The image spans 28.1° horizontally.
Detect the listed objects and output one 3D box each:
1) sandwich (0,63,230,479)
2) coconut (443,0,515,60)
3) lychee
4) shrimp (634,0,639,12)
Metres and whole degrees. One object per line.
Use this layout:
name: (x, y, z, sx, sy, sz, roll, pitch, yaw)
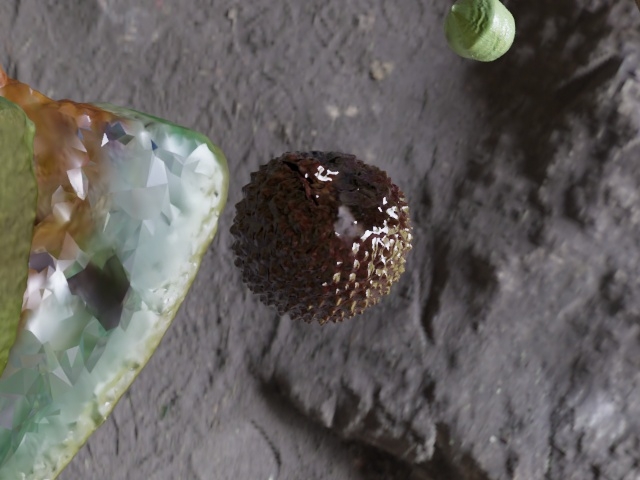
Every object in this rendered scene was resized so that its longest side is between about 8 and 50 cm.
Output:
sandwich: (-0.178, -0.033, 0.503, 0.301, 0.162, 0.250, 49, 66, -18)
coconut: (0.193, -0.264, 1.576, 0.096, 0.088, 0.088, 26, 49, -33)
lychee: (0.000, 0.000, 1.292, 0.188, 0.188, 0.188, 5, 56, -7)
shrimp: (0.221, -0.157, 0.789, 0.091, 0.025, 0.127, -20, 94, -33)
